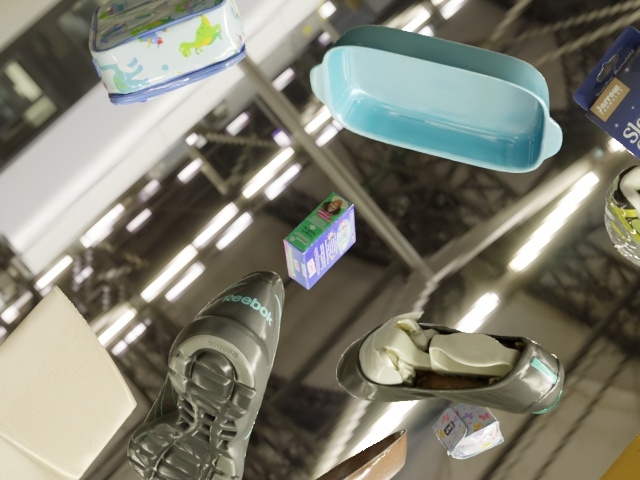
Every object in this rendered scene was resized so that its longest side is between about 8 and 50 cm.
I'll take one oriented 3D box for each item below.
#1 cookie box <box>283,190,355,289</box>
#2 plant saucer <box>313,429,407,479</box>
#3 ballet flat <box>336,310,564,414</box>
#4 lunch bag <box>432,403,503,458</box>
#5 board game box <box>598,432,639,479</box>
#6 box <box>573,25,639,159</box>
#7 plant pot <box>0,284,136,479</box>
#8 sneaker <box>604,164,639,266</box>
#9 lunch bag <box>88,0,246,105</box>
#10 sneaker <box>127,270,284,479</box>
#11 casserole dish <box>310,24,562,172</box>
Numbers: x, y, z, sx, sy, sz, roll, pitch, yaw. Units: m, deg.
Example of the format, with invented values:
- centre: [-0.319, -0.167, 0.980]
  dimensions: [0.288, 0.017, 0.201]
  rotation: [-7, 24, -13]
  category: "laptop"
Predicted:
- centre: [0.000, 0.000, 1.937]
  dimensions: [0.107, 0.040, 0.092]
  rotation: [-45, 153, -25]
  category: "cookie box"
- centre: [0.014, 0.230, 1.275]
  dimensions: [0.168, 0.029, 0.168]
  rotation: [-32, 177, -2]
  category: "plant saucer"
- centre: [0.121, 0.120, 1.458]
  dimensions: [0.280, 0.096, 0.095]
  rotation: [0, -123, 35]
  category: "ballet flat"
- centre: [0.211, 0.273, 2.007]
  dimensions: [0.083, 0.053, 0.071]
  rotation: [-24, -147, -5]
  category: "lunch bag"
- centre: [0.401, 0.273, 1.471]
  dimensions: [0.064, 0.242, 0.316]
  rotation: [18, -131, 43]
  category: "board game box"
- centre: [0.467, -0.180, 1.920]
  dimensions: [0.136, 0.225, 0.036]
  rotation: [-55, 160, 21]
  category: "box"
- centre: [-0.191, 0.115, 0.932]
  dimensions: [0.109, 0.096, 0.109]
  rotation: [-53, -171, -36]
  category: "plant pot"
- centre: [0.491, 0.014, 1.529]
  dimensions: [0.147, 0.384, 0.145]
  rotation: [35, 71, -65]
  category: "sneaker"
- centre: [-0.178, -0.237, 1.590]
  dimensions: [0.176, 0.090, 0.219]
  rotation: [-20, -155, 0]
  category: "lunch bag"
- centre: [-0.085, 0.130, 1.160]
  dimensions: [0.106, 0.101, 0.267]
  rotation: [-62, -179, -43]
  category: "sneaker"
- centre: [0.086, -0.106, 1.003]
  dimensions: [0.114, 0.188, 0.037]
  rotation: [83, 25, -59]
  category: "casserole dish"
